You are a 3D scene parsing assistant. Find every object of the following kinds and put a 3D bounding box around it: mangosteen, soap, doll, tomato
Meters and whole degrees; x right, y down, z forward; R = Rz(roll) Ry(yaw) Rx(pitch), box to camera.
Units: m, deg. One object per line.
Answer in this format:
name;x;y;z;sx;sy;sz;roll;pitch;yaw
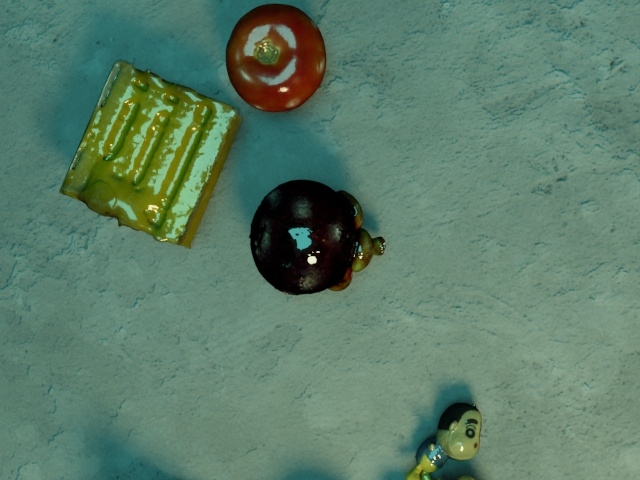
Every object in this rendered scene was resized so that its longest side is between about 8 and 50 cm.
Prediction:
mangosteen;0.000;0.000;1.246;0.250;0.211;0.211;7;88;-20
soap;-0.312;-0.159;1.321;0.259;0.143;0.281;24;92;5
doll;0.225;0.361;1.242;0.089;0.102;0.179;34;95;48
tomato;-0.080;-0.331;1.295;0.195;0.136;0.195;0;90;10

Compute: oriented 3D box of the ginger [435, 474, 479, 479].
ginger;0.207;0.498;1.220;0.216;0.102;0.157;-29;109;17
